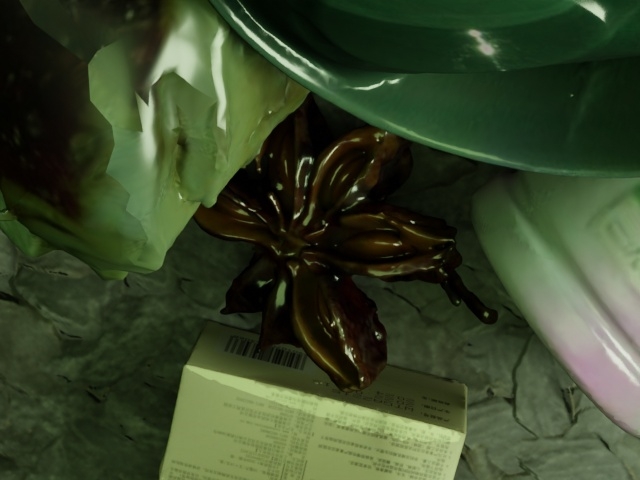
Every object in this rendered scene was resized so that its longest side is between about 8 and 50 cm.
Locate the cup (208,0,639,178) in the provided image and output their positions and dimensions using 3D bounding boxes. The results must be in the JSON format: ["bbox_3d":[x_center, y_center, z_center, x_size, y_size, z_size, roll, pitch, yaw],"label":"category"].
[{"bbox_3d":[0.128,-0.235,0.739,0.310,0.401,0.392,15,66,7],"label":"cup"}]

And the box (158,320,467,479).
[{"bbox_3d":[-0.010,0.173,1.110,0.212,0.095,0.168,14,106,1],"label":"box"}]

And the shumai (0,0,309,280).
[{"bbox_3d":[-0.138,-0.136,0.863,0.395,0.348,0.395,-6,132,-6],"label":"shumai"}]

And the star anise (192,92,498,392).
[{"bbox_3d":[0.000,0.000,1.040,0.190,0.126,0.220,-27,80,13],"label":"star anise"}]

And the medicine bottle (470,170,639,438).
[{"bbox_3d":[0.282,-0.041,0.960,0.325,0.212,0.212,-38,101,13],"label":"medicine bottle"}]
